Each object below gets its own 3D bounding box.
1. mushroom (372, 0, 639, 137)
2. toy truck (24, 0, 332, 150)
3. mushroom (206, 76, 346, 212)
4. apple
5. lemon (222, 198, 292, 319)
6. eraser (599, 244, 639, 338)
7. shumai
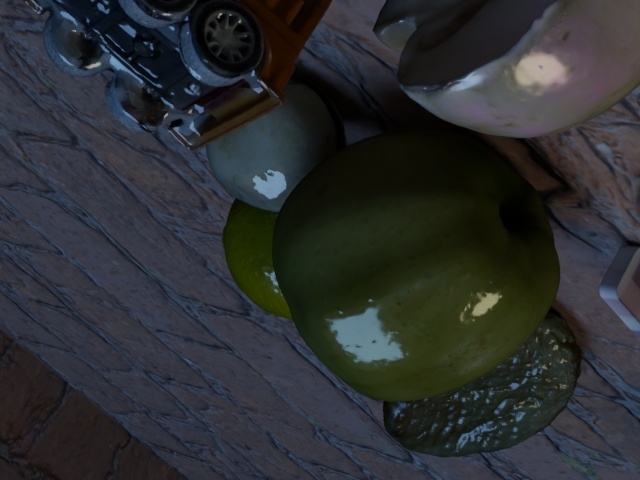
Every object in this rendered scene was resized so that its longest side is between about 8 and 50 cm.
[{"bbox_3d":[0.158,-0.133,1.443,0.173,0.162,0.236,43,159,-30],"label":"mushroom"},{"bbox_3d":[-0.174,-0.273,1.515,0.387,0.207,0.173,42,148,-17],"label":"toy truck"},{"bbox_3d":[-0.045,-0.105,1.890,0.154,0.122,0.154,13,113,33],"label":"mushroom"},{"bbox_3d":[0.088,0.020,1.781,0.279,0.279,0.279,27,161,10],"label":"apple"},{"bbox_3d":[0.000,0.000,2.000,0.248,0.184,0.184,9,154,23],"label":"lemon"},{"bbox_3d":[0.328,0.056,1.832,0.026,0.065,0.105,5,148,48],"label":"eraser"},{"bbox_3d":[0.177,0.118,2.164,0.272,0.203,0.222,-26,132,26],"label":"shumai"}]
